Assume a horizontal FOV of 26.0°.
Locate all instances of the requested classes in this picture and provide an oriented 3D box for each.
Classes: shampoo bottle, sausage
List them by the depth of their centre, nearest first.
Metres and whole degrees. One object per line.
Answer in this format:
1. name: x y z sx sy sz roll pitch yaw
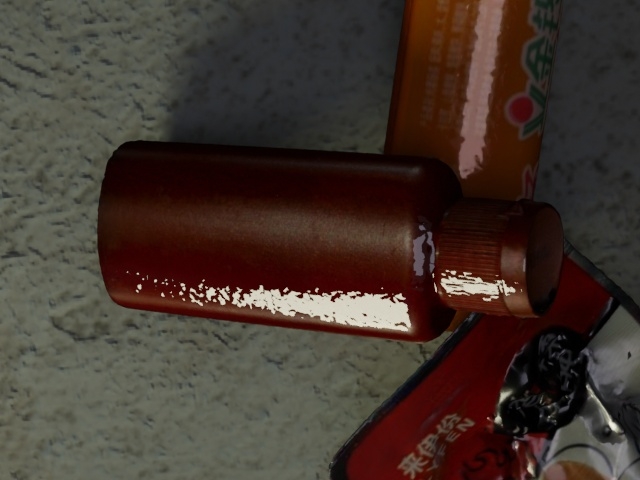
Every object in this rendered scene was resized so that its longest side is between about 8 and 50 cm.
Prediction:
1. shampoo bottle: 0.000 0.000 0.762 0.260 0.064 0.102 4 97 28
2. sausage: 0.089 -0.105 0.790 0.093 0.093 0.312 7 101 -3

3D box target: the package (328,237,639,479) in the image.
1. package: 0.153 0.128 0.833 0.269 0.071 0.194 35 92 -23
